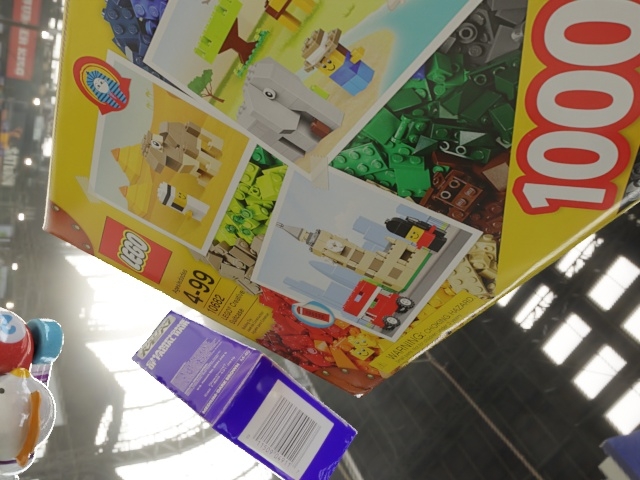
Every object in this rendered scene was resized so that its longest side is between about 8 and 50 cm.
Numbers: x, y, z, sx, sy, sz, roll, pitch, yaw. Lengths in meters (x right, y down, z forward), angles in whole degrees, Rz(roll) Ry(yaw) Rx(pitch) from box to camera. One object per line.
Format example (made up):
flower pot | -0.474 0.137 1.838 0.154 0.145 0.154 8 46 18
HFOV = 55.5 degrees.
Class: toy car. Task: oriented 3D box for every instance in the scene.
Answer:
toy car | -0.440 0.212 0.844 0.237 0.219 0.211 11 -93 35

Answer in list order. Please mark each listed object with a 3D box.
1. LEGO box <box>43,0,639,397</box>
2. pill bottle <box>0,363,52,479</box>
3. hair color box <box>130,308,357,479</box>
LEGO box | 0.012 -0.115 0.482 0.500 0.372 0.193 -53 -170 49
pill bottle | -0.634 0.356 1.184 0.169 0.169 0.302 1 -99 56
hair color box | -0.123 0.212 0.854 0.110 0.185 0.338 -54 -152 -19
